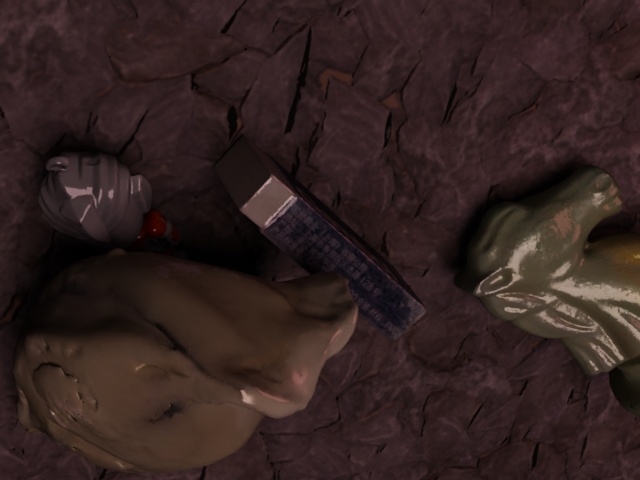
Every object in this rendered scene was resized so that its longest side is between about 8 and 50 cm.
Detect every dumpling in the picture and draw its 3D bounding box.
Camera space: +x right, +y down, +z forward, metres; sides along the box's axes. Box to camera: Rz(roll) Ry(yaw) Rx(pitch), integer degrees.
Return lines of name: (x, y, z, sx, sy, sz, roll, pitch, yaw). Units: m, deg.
dumpling: (-0.115, 0.078, 1.017, 0.243, 0.318, 0.187, -33, 104, -40)

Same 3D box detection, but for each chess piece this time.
chess piece: (0.277, 0.045, 1.216, 0.298, 0.176, 0.176, 34, 100, -21)

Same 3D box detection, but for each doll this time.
doll: (-0.170, -0.019, 1.018, 0.094, 0.079, 0.180, -20, 141, 16)

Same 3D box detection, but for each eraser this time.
eraser: (0.000, 0.000, 1.089, 0.046, 0.092, 0.212, -45, 123, 6)
